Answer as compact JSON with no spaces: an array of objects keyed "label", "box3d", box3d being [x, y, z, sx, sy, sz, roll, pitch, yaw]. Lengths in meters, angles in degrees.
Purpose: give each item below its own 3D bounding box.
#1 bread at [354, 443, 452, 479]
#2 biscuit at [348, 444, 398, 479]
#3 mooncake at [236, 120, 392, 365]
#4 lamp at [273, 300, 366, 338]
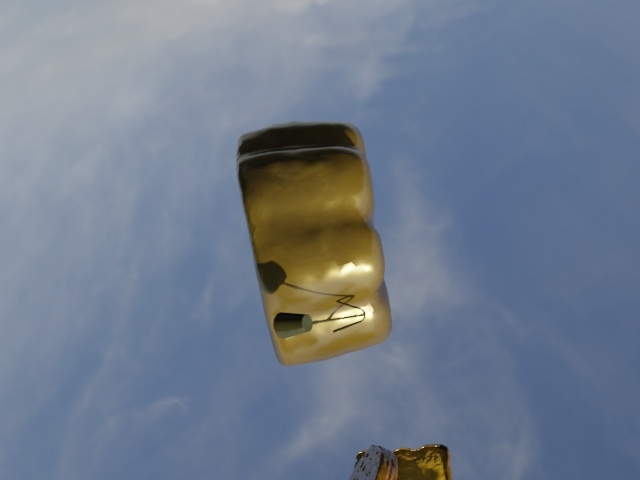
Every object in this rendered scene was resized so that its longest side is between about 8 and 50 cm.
[{"label":"bread","box3d":[0.140,0.448,1.056,0.160,0.088,0.233,-9,-126,13]},{"label":"biscuit","box3d":[0.007,0.255,0.525,0.205,0.031,0.138,-62,-176,5]},{"label":"mooncake","box3d":[0.000,0.000,1.027,0.200,0.378,0.378,-12,-134,-1]},{"label":"lamp","box3d":[0.002,0.098,0.825,0.054,0.121,0.041,-11,-96,37]}]
